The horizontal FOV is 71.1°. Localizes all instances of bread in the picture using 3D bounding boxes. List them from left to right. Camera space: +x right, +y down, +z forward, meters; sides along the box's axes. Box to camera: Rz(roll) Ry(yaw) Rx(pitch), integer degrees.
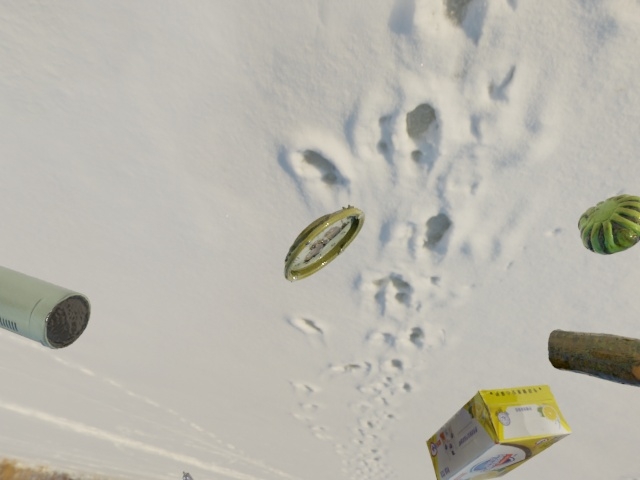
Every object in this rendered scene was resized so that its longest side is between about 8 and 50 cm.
[{"bbox_3d":[0.557,-0.033,0.858,0.071,0.139,0.130,46,148,-11],"label":"bread"}]

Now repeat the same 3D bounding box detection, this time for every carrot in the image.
[{"bbox_3d":[0.477,0.193,0.741,0.082,0.082,0.173,34,161,-31],"label":"carrot"}]

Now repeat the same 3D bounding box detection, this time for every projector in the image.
[{"bbox_3d":[-0.603,0.104,0.841,0.338,0.108,0.108,15,149,15],"label":"projector"}]

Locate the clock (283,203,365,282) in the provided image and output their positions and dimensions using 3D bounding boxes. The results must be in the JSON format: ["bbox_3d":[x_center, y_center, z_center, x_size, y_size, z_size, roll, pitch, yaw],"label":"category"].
[{"bbox_3d":[0.000,0.000,1.022,0.057,0.237,0.237,50,152,18],"label":"clock"}]

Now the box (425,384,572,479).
[{"bbox_3d":[0.346,0.400,0.908,0.169,0.097,0.265,2,136,-18],"label":"box"}]

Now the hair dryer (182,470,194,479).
[{"bbox_3d":[-0.285,0.567,1.029,0.063,0.037,0.114,-13,116,24],"label":"hair dryer"}]
